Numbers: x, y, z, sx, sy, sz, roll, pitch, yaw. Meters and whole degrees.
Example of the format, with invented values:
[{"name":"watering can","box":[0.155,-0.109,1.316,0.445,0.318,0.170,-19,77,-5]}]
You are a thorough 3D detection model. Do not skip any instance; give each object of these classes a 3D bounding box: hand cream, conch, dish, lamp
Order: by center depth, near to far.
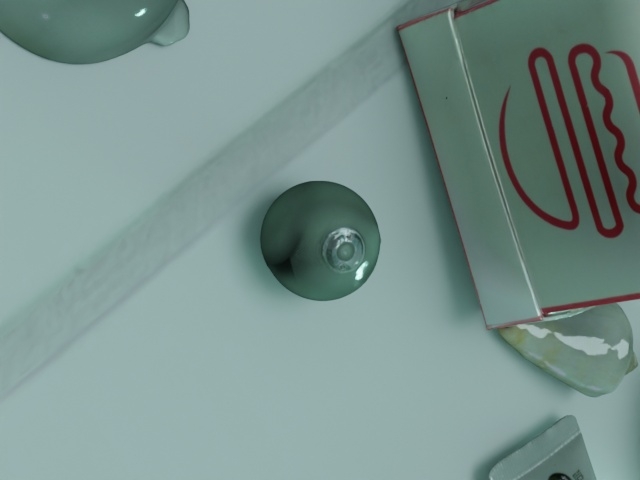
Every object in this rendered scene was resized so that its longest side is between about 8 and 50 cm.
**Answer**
[{"name":"dish","box":[-0.171,-0.254,1.141,0.236,0.086,0.228,13,81,-39]},{"name":"lamp","box":[0.000,0.000,1.265,0.105,0.105,0.105,1,89,-39]},{"name":"hand cream","box":[0.266,0.341,1.493,0.139,0.089,0.314,-29,99,-37]},{"name":"conch","box":[0.252,0.098,1.497,0.176,0.094,0.104,17,91,-10]}]

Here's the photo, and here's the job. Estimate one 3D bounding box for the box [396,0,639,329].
[{"name":"box","box":[0.311,-0.116,1.372,0.314,0.300,0.312,-18,92,-37]}]
